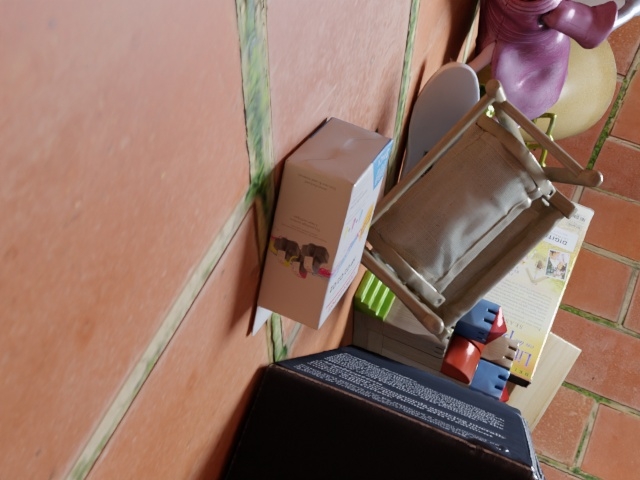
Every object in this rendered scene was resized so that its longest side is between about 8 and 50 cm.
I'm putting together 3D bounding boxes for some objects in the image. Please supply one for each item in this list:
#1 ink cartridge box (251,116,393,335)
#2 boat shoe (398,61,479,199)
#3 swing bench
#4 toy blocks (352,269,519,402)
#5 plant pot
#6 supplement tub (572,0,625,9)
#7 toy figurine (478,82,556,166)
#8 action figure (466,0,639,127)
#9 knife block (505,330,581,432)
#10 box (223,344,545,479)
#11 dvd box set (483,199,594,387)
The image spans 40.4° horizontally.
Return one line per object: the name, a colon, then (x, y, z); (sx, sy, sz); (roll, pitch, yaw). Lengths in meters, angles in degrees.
ink cartridge box: (0.000, 0.000, 0.746); (0.104, 0.061, 0.181); (-50, 159, -54)
boat shoe: (0.152, -0.137, 1.148); (0.076, 0.080, 0.228); (-81, 180, -56)
swing bench: (0.178, -0.021, 1.058); (0.253, 0.165, 0.255); (-45, 168, 1)
toy blocks: (0.187, 0.178, 1.371); (0.381, 0.261, 0.190); (88, 26, -60)
plant pot: (0.353, -0.268, 1.505); (0.254, 0.237, 0.237); (-26, 138, -49)
supplement tub: (0.475, -0.554, 1.427); (0.241, 0.241, 0.331); (41, 71, -77)
toy figurine: (0.235, -0.047, 1.407); (0.217, 0.191, 0.362); (-55, 161, -30)
action figure: (0.253, -0.311, 1.142); (0.276, 0.248, 0.370); (-41, 168, 1)
knife block: (0.428, 0.350, 1.860); (0.275, 0.088, 0.242); (-51, -167, 48)
box: (0.040, 0.400, 1.036); (0.472, 0.297, 0.480); (23, 88, -76)
dvd box set: (0.369, 0.063, 1.849); (0.062, 0.308, 0.420); (87, 26, -66)
